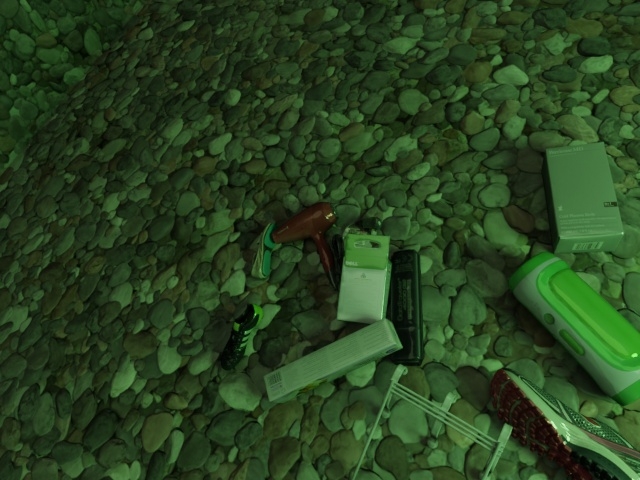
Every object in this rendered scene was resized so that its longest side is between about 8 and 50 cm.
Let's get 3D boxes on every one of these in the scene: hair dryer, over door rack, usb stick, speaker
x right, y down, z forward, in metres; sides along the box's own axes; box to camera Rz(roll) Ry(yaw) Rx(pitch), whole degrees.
[{"bbox_3d":[0.000,0.000,1.140,0.293,0.080,0.224,13,69,25],"label":"hair dryer"},{"bbox_3d":[0.191,0.442,0.836,0.239,0.108,0.324,24,88,29],"label":"over door rack"},{"bbox_3d":[0.201,0.153,1.009,0.077,0.045,0.278,-9,61,24],"label":"usb stick"},{"bbox_3d":[0.516,0.163,0.846,0.131,0.131,0.297,-34,57,0],"label":"speaker"}]

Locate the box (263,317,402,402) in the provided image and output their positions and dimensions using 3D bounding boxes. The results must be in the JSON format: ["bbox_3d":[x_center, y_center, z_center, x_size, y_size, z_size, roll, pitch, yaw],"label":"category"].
[{"bbox_3d":[0.024,0.276,0.970,0.324,0.063,0.067,-29,59,12],"label":"box"}]

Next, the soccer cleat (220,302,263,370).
[{"bbox_3d":[-0.208,0.240,1.090,0.060,0.072,0.179,19,71,27],"label":"soccer cleat"}]

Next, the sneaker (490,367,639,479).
[{"bbox_3d":[0.450,0.350,0.790,0.112,0.121,0.299,-26,51,-31],"label":"sneaker"}]

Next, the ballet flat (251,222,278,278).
[{"bbox_3d":[-0.161,0.024,1.200,0.052,0.057,0.168,-5,61,28],"label":"ballet flat"}]

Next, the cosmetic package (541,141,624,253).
[{"bbox_3d":[0.584,-0.095,0.973,0.127,0.107,0.238,-5,65,20],"label":"cosmetic package"}]

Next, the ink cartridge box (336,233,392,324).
[{"bbox_3d":[0.108,0.093,1.030,0.108,0.062,0.209,4,81,19],"label":"ink cartridge box"}]
